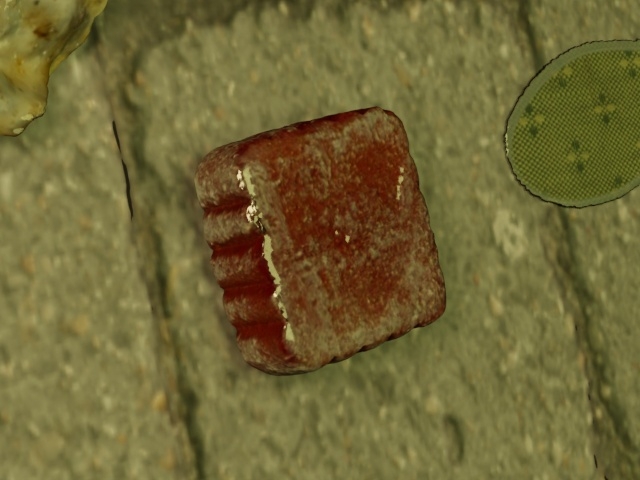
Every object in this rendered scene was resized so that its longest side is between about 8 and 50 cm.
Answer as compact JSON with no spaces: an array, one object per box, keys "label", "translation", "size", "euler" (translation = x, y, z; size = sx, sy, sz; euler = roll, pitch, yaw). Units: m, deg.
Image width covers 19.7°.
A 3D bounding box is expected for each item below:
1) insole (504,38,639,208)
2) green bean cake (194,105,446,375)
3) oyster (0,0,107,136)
[{"label":"insole","translation":[0.235,-0.096,1.295],"size":[0.322,0.007,0.109],"euler":[-18,96,-40]},{"label":"green bean cake","translation":[0.000,0.000,1.042],"size":[0.135,0.056,0.136],"euler":[-19,96,-42]},{"label":"oyster","translation":[-0.210,-0.074,0.866],"size":[0.294,0.094,0.166],"euler":[-26,119,-50]}]
